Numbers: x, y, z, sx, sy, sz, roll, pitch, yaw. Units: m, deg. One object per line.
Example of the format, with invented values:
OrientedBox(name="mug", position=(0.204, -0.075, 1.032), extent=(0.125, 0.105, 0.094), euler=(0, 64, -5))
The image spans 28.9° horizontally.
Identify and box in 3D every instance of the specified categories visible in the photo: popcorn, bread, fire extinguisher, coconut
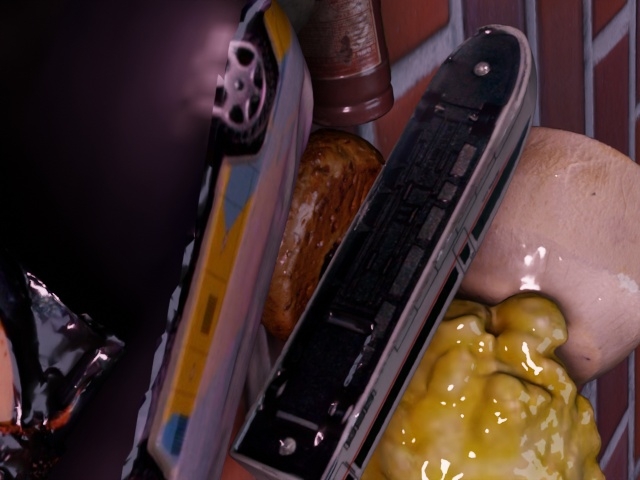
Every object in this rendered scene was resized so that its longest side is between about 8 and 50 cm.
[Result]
OrientedBox(name="popcorn", position=(0.129, 0.170, 1.107), extent=(0.235, 0.242, 0.250), euler=(-6, 89, -53))
OrientedBox(name="bread", position=(0.000, 0.000, 0.990), extent=(0.193, 0.064, 0.193), euler=(-33, 130, -51))
OrientedBox(name="fire extinguisher", position=(0.002, -0.202, 0.910), extent=(0.106, 0.075, 0.252), euler=(-75, 159, -57))
OrientedBox(name="coconut", position=(0.222, 0.007, 1.229), extent=(0.247, 0.245, 0.245), euler=(-63, 147, -35))

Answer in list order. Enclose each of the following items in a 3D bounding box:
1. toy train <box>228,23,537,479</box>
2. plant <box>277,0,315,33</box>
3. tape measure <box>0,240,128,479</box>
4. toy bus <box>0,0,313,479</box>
OrientedBox(name="toy train", position=(0.071, 0.015, 0.966), extent=(0.407, 0.087, 0.088), euler=(-61, 147, -17))
OrientedBox(name="plant", position=(-0.060, -0.213, 0.739), extent=(0.146, 0.149, 0.274), euler=(-24, 149, -11))
OrientedBox(name="tape measure", position=(-0.209, 0.057, 0.487), extent=(0.223, 0.135, 0.202), euler=(42, 74, -30))
OrientedBox(name="toy bus", position=(-0.119, 0.028, 0.669), extent=(0.162, 0.171, 0.386), euler=(49, 54, -70))
